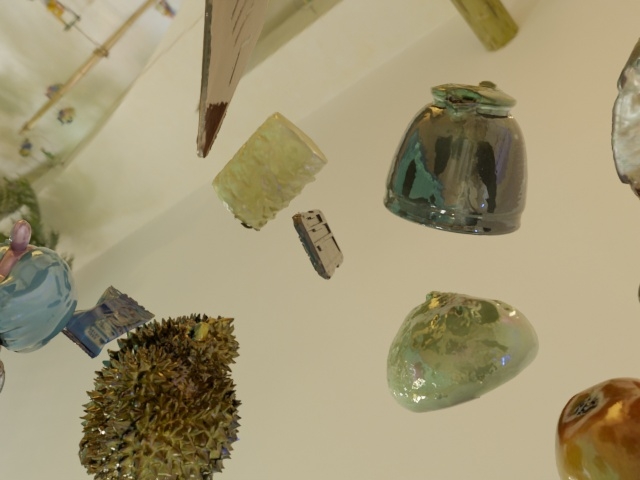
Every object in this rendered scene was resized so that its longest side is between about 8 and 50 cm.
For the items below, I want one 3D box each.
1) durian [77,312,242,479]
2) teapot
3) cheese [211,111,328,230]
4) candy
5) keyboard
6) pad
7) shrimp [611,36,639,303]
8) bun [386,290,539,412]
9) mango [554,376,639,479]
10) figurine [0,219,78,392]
[{"bbox_3d":[-0.236,0.246,1.002,0.258,0.258,0.293,-8,-117,49],"label":"durian"},{"bbox_3d":[0.271,-0.148,1.119,0.239,0.321,0.240,30,-62,47],"label":"teapot"},{"bbox_3d":[-0.084,-0.110,1.046,0.167,0.123,0.094,-44,175,15],"label":"cheese"},{"bbox_3d":[-0.321,0.115,0.969,0.136,0.088,0.038,-39,159,-55],"label":"candy"},{"bbox_3d":[-0.001,0.000,1.014,0.016,0.106,0.262,-25,-179,8],"label":"keyboard"},{"bbox_3d":[-0.078,-0.270,0.673,0.284,0.018,0.287,107,-4,-51],"label":"pad"},{"bbox_3d":[0.441,-0.085,0.760,0.221,0.446,0.110,-11,-150,-2],"label":"shrimp"},{"bbox_3d":[0.229,0.176,1.146,0.283,0.179,0.283,-26,177,-1],"label":"bun"},{"bbox_3d":[0.392,0.301,0.718,0.173,0.211,0.317,-44,-117,21],"label":"mango"},{"bbox_3d":[-0.306,0.123,0.588,0.205,0.102,0.260,99,11,-62],"label":"figurine"}]
